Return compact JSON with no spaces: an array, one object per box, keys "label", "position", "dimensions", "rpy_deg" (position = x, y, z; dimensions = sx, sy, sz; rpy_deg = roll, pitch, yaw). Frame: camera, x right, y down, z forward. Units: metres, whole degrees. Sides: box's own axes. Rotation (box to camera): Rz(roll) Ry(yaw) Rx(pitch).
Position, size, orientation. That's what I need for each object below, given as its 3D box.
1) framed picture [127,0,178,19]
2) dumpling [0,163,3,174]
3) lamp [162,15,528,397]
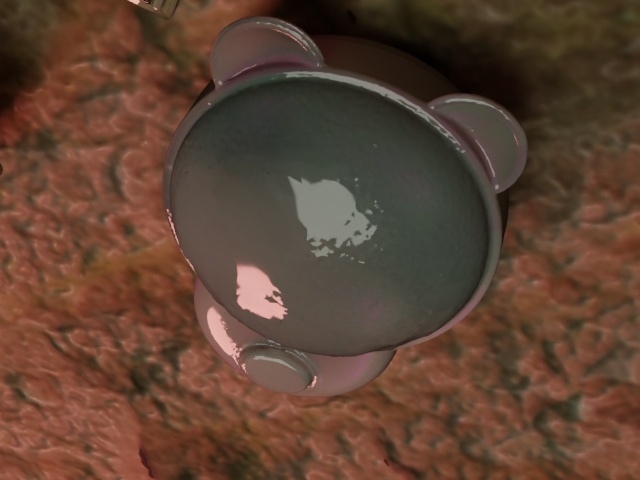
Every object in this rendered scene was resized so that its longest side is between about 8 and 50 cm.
[{"label":"framed picture","position":[-0.172,-0.243,0.618],"dimensions":[0.296,0.019,0.232],"rpy_deg":[25,135,-3]},{"label":"dumpling","position":[-0.274,-0.072,0.760],"dimensions":[0.216,0.126,0.166],"rpy_deg":[-13,153,19]},{"label":"lamp","position":[-0.001,0.002,0.720],"dimensions":[0.179,0.108,0.246],"rpy_deg":[24,136,4]}]
